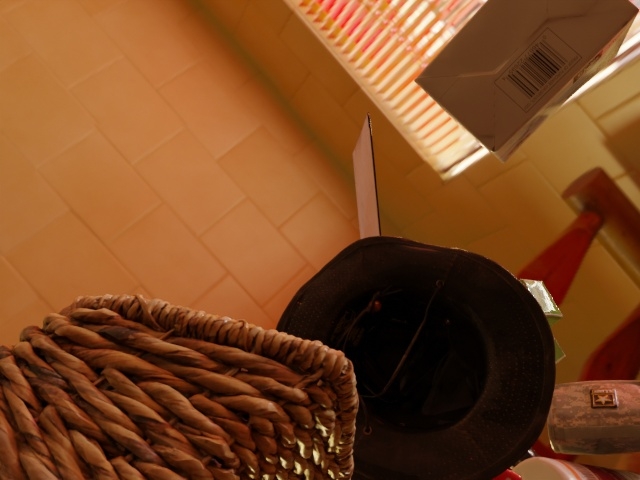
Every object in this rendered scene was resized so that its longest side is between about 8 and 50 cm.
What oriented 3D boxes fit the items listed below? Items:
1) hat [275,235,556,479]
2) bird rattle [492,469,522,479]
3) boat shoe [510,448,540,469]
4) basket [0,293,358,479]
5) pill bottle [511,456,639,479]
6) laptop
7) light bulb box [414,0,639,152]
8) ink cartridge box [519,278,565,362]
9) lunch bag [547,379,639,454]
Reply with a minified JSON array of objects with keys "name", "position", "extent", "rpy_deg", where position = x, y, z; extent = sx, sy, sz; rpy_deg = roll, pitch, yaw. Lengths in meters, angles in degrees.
[{"name":"hat","position":[0.111,0.158,0.772],"extent":[0.331,0.331,0.134],"rpy_deg":[-42,-31,-7]},{"name":"bird rattle","position":[0.196,0.437,1.005],"extent":[0.207,0.253,0.143],"rpy_deg":[11,23,38]},{"name":"boat shoe","position":[0.505,0.536,1.663],"extent":[0.084,0.079,0.233],"rpy_deg":[-11,21,-17]},{"name":"basket","position":[-0.118,0.158,0.508],"extent":[0.223,0.213,0.299],"rpy_deg":[-36,-31,-21]},{"name":"pill bottle","position":[0.601,0.597,1.328],"extent":[0.224,0.392,0.224],"rpy_deg":[-48,33,47]},{"name":"laptop","position":[0.000,0.000,1.279],"extent":[0.408,0.236,0.382],"rpy_deg":[-40,-2,-3]},{"name":"light bulb box","position":[0.426,-0.369,1.317],"extent":[0.358,0.225,0.361],"rpy_deg":[-46,-12,17]},{"name":"ink cartridge box","position":[0.600,0.268,1.784],"extent":[0.097,0.255,0.189],"rpy_deg":[6,-43,-31]},{"name":"lunch bag","position":[0.645,0.402,1.417],"extent":[0.235,0.169,0.287],"rpy_deg":[-8,-11,23]}]
